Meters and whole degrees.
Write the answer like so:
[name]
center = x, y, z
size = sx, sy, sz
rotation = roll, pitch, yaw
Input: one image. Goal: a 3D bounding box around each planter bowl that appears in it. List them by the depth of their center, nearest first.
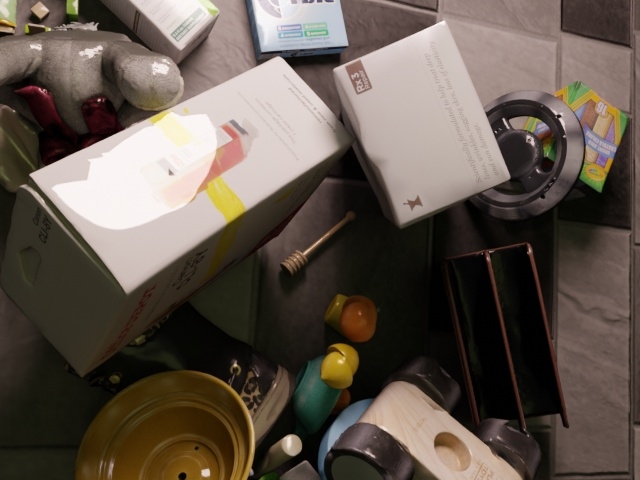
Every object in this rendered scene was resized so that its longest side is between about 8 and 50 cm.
[planter bowl]
center = -0.180, 0.278, 0.819
size = 0.217, 0.090, 0.217
rotation = -4, 49, 5

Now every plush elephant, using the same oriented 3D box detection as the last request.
[plush elephant]
center = -0.330, -0.146, 0.898
size = 0.272, 0.330, 0.255
rotation = -2, 115, -14

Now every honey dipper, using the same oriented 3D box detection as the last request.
[honey dipper]
center = 0.000, 0.000, 1.106
size = 0.161, 0.030, 0.030
rotation = -41, 98, -21

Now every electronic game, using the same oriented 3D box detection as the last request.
[electronic game]
center = 0.341, -0.146, 1.143
size = 0.048, 0.229, 0.229
rotation = 9, 80, -49

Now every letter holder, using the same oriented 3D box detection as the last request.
[letter holder]
center = 0.297, 0.166, 1.069
size = 0.152, 0.214, 0.301
rotation = -12, 88, 13

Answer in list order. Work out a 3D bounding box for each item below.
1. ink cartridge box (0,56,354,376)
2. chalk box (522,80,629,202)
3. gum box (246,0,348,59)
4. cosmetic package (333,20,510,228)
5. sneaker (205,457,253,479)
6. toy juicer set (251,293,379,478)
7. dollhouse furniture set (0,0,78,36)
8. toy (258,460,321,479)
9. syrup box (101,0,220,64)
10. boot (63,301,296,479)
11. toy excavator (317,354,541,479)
[ink cartridge box]
center = -0.177, -0.032, 0.842
size = 0.160, 0.279, 0.385
rotation = 49, 51, 4
[chalk box]
center = 0.443, -0.157, 1.218
size = 0.132, 0.132, 0.213
rotation = 31, 74, -14
[gum box]
center = -0.047, -0.407, 1.122
size = 0.157, 0.041, 0.184
rotation = -11, 89, -19
[cosmetic package]
center = 0.129, -0.149, 0.966
size = 0.156, 0.385, 0.217
rotation = -23, 94, 3
[sneaker]
center = -0.142, 0.341, 0.869
size = 0.059, 0.053, 0.144
rotation = 45, 64, -15
[toy juicer set]
center = 0.012, 0.230, 0.991
size = 0.090, 0.209, 0.328
rotation = 29, 75, -6
[dollhouse furniture set]
center = -0.436, -0.344, 0.973
size = 0.152, 0.058, 0.076
rotation = 3, 83, -19
[toy]
center = -0.025, 0.442, 1.027
size = 0.137, 0.056, 0.237
rotation = -34, 117, -4
[syrup box]
center = -0.278, -0.390, 1.013
size = 0.237, 0.096, 0.093
rotation = 44, 73, -11
[boot]
center = -0.243, 0.257, 0.938
size = 0.284, 0.138, 0.377
rotation = 45, 70, -11
[toy excavator]
center = 0.147, 0.457, 0.980
size = 0.433, 0.445, 0.222
rotation = 40, 40, 10
